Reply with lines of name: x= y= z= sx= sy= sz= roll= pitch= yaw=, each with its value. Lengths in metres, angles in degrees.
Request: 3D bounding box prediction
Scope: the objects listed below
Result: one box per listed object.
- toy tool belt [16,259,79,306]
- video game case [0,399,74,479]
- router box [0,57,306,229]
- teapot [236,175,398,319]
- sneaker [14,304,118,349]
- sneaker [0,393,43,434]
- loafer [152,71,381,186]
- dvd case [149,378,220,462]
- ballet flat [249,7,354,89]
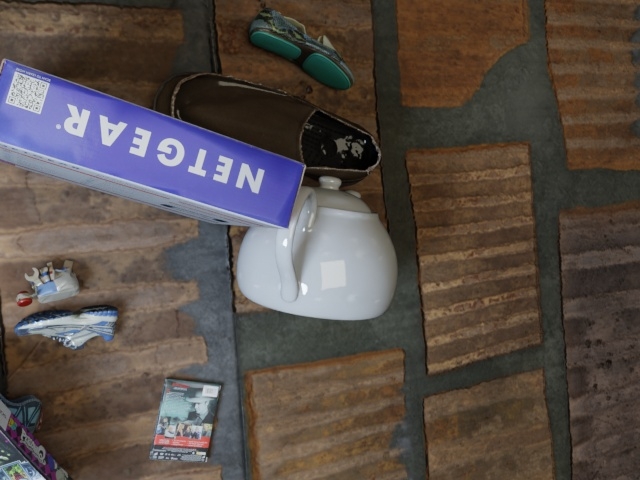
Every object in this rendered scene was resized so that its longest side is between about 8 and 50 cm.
toy tool belt: x=-0.375 y=0.057 z=0.928 sx=0.083 sy=0.052 sz=0.051 roll=-14 pitch=66 yaw=-27
video game case: x=-0.446 y=0.298 z=0.823 sx=0.232 sy=0.042 sz=0.210 roll=-24 pitch=120 yaw=4
router box: x=-0.229 y=-0.099 z=0.846 sx=0.335 sy=0.301 sz=0.082 roll=17 pitch=85 yaw=-25
teapot: x=0.000 y=0.000 z=0.980 sx=0.252 sy=0.256 sz=0.187 roll=4 pitch=98 yaw=-29
sneaker: x=-0.347 y=0.126 z=0.937 sx=0.135 sy=0.052 sz=0.058 roll=-4 pitch=97 yaw=-24
sneaker: x=-0.474 y=0.180 z=0.866 sx=0.262 sy=0.104 sz=0.125 roll=46 pitch=64 yaw=-28
loafer: x=-0.062 y=-0.173 z=1.014 sx=0.365 sy=0.130 sz=0.134 roll=9 pitch=88 yaw=-25
dvd case: x=-0.204 y=0.273 z=1.028 sx=0.087 sy=0.013 sz=0.119 roll=11 pitch=88 yaw=-25
ballet flat: x=-0.021 y=-0.306 z=1.069 sx=0.188 sy=0.070 sz=0.070 roll=25 pitch=81 yaw=-27
